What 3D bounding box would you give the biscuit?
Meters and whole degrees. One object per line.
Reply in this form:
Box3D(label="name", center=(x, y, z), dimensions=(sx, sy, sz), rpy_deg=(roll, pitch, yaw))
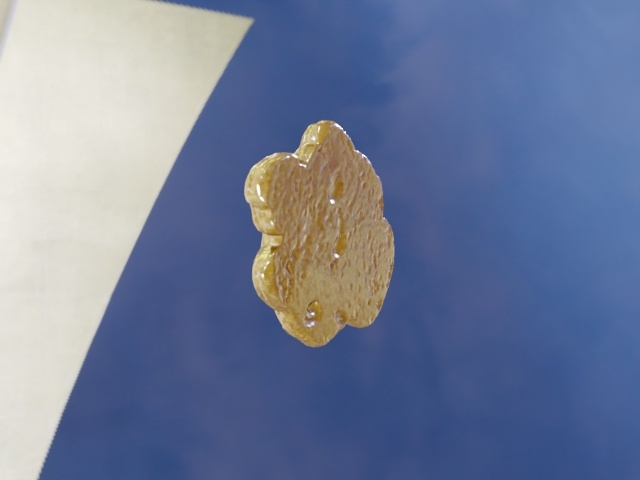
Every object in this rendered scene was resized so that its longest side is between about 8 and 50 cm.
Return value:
Box3D(label="biscuit", center=(0.000, 0.000, 0.832), dimensions=(0.290, 0.041, 0.208), rpy_deg=(45, -122, -52))
